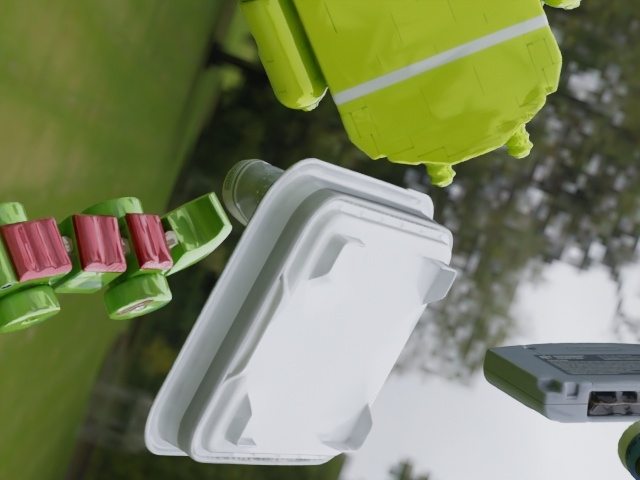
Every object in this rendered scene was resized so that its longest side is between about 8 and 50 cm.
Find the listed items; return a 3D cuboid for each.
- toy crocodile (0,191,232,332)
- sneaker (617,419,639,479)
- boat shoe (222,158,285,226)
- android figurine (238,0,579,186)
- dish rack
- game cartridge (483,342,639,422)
[{"bbox_3d":[-0.237,0.014,1.879,0.105,0.341,0.115,-34,-111,47],"label":"toy crocodile"},{"bbox_3d":[0.281,0.157,1.293,0.084,0.152,0.058,-118,-142,-69],"label":"sneaker"},{"bbox_3d":[0.000,-0.001,1.892,0.081,0.227,0.079,18,-105,49],"label":"boat shoe"},{"bbox_3d":[0.073,-0.170,1.415,0.056,0.248,0.272,-91,157,-70],"label":"android figurine"},{"bbox_3d":[0.002,0.083,1.702,0.285,0.072,0.333,-61,154,7],"label":"dish rack"},{"bbox_3d":[0.359,0.169,2.350,0.198,0.297,0.062,-160,-108,-69],"label":"game cartridge"}]
